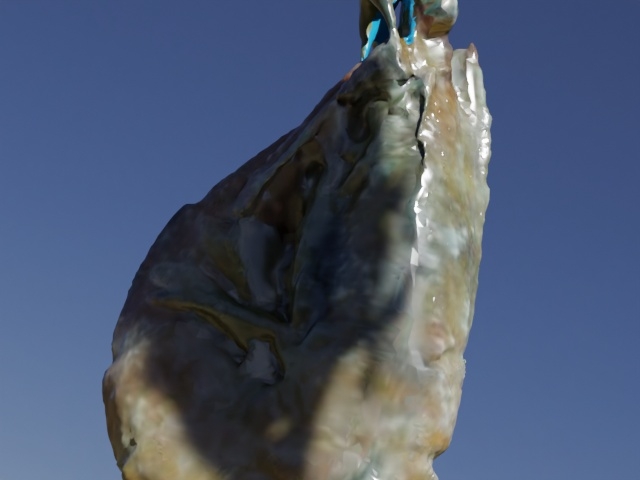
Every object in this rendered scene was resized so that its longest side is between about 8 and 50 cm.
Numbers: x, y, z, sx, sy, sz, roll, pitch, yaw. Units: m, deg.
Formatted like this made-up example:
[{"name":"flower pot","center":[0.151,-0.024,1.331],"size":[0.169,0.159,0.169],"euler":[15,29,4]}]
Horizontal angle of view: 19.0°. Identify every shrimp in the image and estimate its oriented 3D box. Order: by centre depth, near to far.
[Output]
[{"name":"shrimp","center":[0.000,0.000,1.206],"size":[0.221,0.446,0.110],"euler":[12,-20,11]}]
